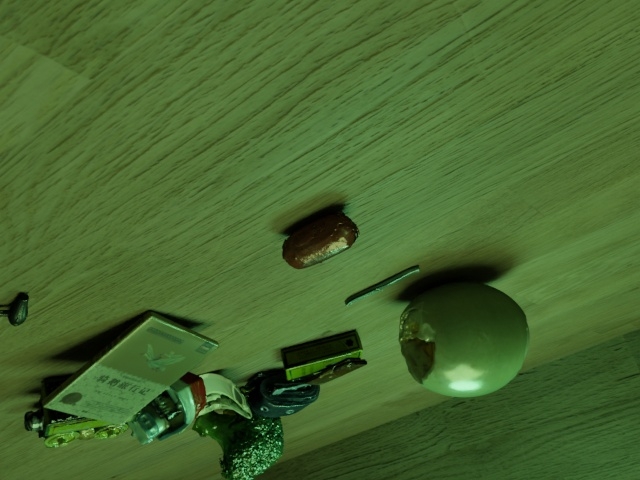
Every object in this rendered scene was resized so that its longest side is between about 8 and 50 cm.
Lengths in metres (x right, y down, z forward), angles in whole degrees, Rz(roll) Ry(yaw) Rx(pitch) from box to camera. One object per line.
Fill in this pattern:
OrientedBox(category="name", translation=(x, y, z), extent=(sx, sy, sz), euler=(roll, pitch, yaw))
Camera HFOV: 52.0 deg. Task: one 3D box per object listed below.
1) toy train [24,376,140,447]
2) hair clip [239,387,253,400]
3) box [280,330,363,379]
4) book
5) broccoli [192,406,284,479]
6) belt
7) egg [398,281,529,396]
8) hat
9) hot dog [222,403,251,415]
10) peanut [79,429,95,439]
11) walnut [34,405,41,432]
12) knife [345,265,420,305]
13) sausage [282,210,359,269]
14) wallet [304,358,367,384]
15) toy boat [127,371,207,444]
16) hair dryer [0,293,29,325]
OrientedBox(category="toy train", translation=(-0.552, 0.393, 1.546), extent=(0.261, 0.134, 0.177), euler=(-3, 144, -30))
OrientedBox(category="hair clip", translation=(-0.167, 0.472, 2.069), extent=(0.173, 0.046, 0.072), euler=(-5, 158, -29))
OrientedBox(category="box", translation=(0.004, 0.323, 1.831), extent=(0.220, 0.064, 0.141), euler=(-15, 157, -8))
OrientedBox(category="book", translation=(-0.393, 0.279, 1.383), extent=(0.310, 0.021, 0.217), euler=(-39, 141, 11))
OrientedBox(category="broccoli", translation=(-0.259, 0.619, 2.069), extent=(0.297, 0.297, 0.297), euler=(22, 151, 0))
OrientedBox(category="belt", translation=(-0.100, 0.455, 1.979), extent=(0.218, 0.122, 0.128), euler=(4, 146, -37))
OrientedBox(category="egg", translation=(0.365, 0.238, 1.606), extent=(0.336, 0.278, 0.278), euler=(-1, 152, -24))
OrientedBox(category="hat", translation=(-0.318, 0.442, 1.876), extent=(0.219, 0.164, 0.226), euler=(-10, 117, -6))
OrientedBox(category="hot dog", translation=(-0.203, 0.602, 2.269), extent=(0.261, 0.093, 0.123), euler=(-11, 155, -13))
OrientedBox(category="peanut", translation=(-0.570, 0.469, 1.714), extent=(0.108, 0.095, 0.226), euler=(7, 172, 22))
OrientedBox(category="walnut", translation=(-0.676, 0.444, 1.639), extent=(0.092, 0.092, 0.092), euler=(-14, 156, -6))
OrientedBox(category="knife", translation=(0.138, 0.106, 1.502), extent=(0.210, 0.015, 0.028), euler=(-28, 160, 25))
OrientedBox(category="sausage", translation=(0.000, 0.000, 1.111), extent=(0.141, 0.076, 0.076), euler=(-26, 155, 25))
OrientedBox(category="wallet", translation=(0.041, 0.377, 1.868), extent=(0.176, 0.026, 0.095), euler=(-29, 154, 30))
OrientedBox(category="toy boat", translation=(-0.398, 0.428, 1.669), extent=(0.133, 0.145, 0.332), euler=(-32, 171, -43))
OrientedBox(category="hair dryer", translation=(-0.524, 0.112, 1.079), extent=(0.083, 0.031, 0.079), euler=(8, 137, -29))
